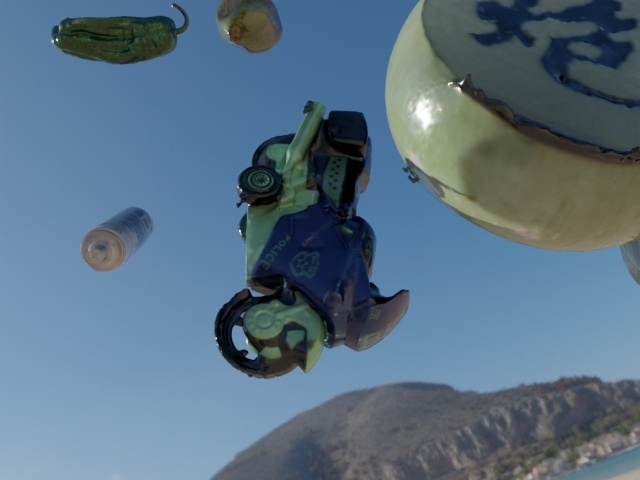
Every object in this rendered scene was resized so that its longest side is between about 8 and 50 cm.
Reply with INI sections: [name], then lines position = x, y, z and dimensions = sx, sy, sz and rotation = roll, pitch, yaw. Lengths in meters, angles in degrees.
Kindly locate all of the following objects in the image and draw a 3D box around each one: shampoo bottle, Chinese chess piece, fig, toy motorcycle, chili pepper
[shampoo bottle]
position = -0.413, -0.001, 1.277
dimensions = 0.092, 0.092, 0.303
rotation = -23, 13, 2
[Chinese chess piece]
position = 0.244, -0.155, 0.662
dimensions = 0.350, 0.349, 0.146
rotation = -12, -35, -19
[fig]
position = -0.167, -0.493, 1.418
dimensions = 0.144, 0.154, 0.165
rotation = -17, 19, 17
[toy motorcycle]
position = 0.000, 0.000, 0.695
dimensions = 0.196, 0.331, 0.125
rotation = 7, -35, -1
[chili pepper]
position = -0.366, -0.372, 1.150
dimensions = 0.257, 0.100, 0.074
rotation = -3, 12, -4

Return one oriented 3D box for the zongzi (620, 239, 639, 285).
[zongzi]
position = 0.433, -0.028, 0.750
dimensions = 0.138, 0.300, 0.286
rotation = -30, 17, 11
